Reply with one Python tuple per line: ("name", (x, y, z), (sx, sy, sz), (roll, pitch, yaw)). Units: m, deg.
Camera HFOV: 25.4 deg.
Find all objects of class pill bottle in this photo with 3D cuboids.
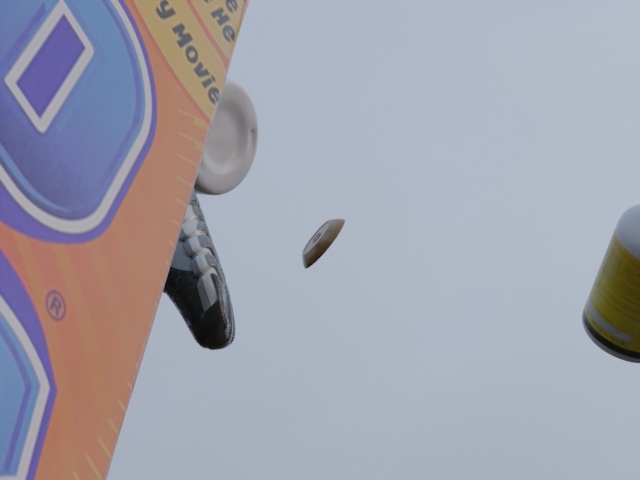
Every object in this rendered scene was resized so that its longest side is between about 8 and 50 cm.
("pill bottle", (-0.207, -0.132, 1.680), (0.245, 0.136, 0.136), (9, -20, 35))
("pill bottle", (0.338, 0.027, 1.434), (0.103, 0.103, 0.184), (7, -54, -10))

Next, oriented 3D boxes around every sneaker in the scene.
("sneaker", (-0.157, 0.009, 1.189), (0.132, 0.229, 0.086), (-19, -32, -3))

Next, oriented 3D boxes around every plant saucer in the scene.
("plant saucer", (0.000, 0.000, 1.854), (0.015, 0.083, 0.083), (39, -38, -10))

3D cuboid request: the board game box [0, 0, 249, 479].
("board game box", (-0.285, -0.033, 0.359), (0.356, 0.356, 0.356), (-14, -47, 27))
